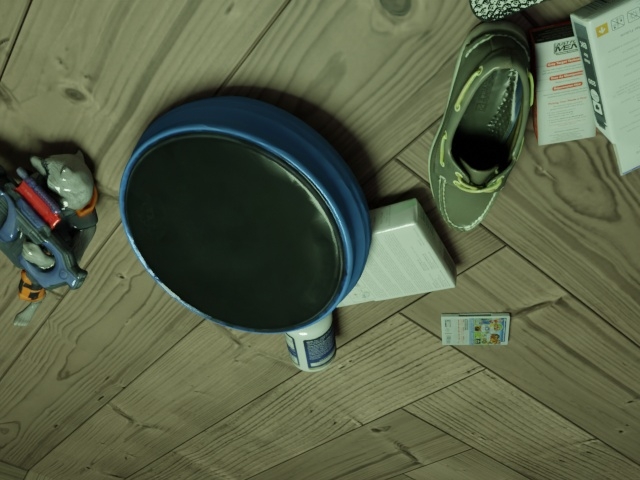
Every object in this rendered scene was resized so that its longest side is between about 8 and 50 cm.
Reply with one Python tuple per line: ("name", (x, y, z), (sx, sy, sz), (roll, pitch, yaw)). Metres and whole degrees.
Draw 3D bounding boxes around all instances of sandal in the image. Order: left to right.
("sandal", (0.248, -0.288, 0.596), (0.179, 0.040, 0.067), (-6, 129, 35))

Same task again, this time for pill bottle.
("pill bottle", (-0.021, 0.160, 1.036), (0.094, 0.094, 0.169), (1, 136, 8))

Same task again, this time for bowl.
("bowl", (-0.121, -0.016, 0.836), (0.391, 0.077, 0.391), (10, 128, 13))

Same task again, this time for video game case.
("video game case", (0.290, 0.167, 1.051), (0.122, 0.011, 0.087), (-2, 133, 12))

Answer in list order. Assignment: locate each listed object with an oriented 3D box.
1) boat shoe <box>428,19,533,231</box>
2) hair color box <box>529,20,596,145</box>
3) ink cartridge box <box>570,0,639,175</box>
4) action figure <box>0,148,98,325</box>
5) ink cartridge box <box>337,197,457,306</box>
("boat shoe", (0.202, -0.119, 0.726), (0.109, 0.091, 0.305), (5, 135, 5))
("hair color box", (0.294, -0.188, 0.676), (0.071, 0.043, 0.141), (-7, 133, 15))
("ink cartridge box", (0.400, -0.202, 0.611), (0.206, 0.045, 0.208), (-26, 124, 11))
("action figure", (-0.492, -0.050, 0.910), (0.330, 0.178, 0.341), (-34, 94, 27))
("ink cartridge box", (0.086, 0.030, 0.913), (0.224, 0.056, 0.181), (-12, 138, 28))
